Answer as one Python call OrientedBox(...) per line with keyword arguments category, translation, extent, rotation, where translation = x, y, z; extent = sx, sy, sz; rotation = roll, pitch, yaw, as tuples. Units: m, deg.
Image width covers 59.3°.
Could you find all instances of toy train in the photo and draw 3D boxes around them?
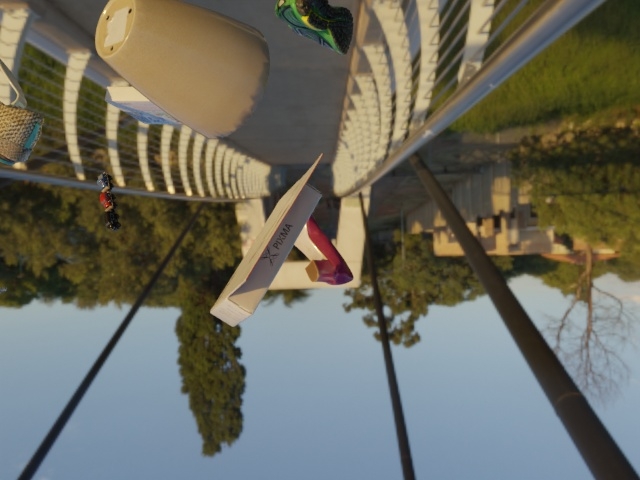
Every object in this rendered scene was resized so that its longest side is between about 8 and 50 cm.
OrientedBox(category="toy train", translation=(-0.498, -0.094, 1.315), extent=(0.027, 0.158, 0.036), rotation=(-31, 155, 29))

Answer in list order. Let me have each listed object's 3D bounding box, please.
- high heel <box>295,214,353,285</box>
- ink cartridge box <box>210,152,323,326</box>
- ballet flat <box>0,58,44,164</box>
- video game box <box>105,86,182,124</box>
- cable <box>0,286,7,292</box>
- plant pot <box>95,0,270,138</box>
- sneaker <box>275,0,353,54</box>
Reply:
OrientedBox(category="high heel", translation=(0.000, 0.000, 1.373), extent=(0.117, 0.244, 0.082), rotation=(5, 138, -38))
OrientedBox(category="ink cartridge box", translation=(-0.077, 0.005, 0.986), extent=(0.060, 0.275, 0.239), rotation=(35, 152, -11))
OrientedBox(category="ballet flat", translation=(-0.819, -0.367, 1.310), extent=(0.483, 0.182, 0.164), rotation=(36, -178, 14))
OrientedBox(category="video game box", translation=(-0.433, -0.361, 1.511), extent=(0.205, 0.048, 0.187), rotation=(4, 172, 15))
OrientedBox(category="cable", translation=(-0.816, 0.124, 1.205), extent=(0.140, 0.072, 0.287), rotation=(-1, 179, 0))
OrientedBox(category="plant pot", translation=(-0.285, -0.365, 1.110), extent=(0.257, 0.256, 0.274), rotation=(-2, 170, 37))
OrientedBox(category="sneaker", translation=(-0.008, -0.695, 1.780), extent=(0.146, 0.134, 0.344), rotation=(14, 180, 33))
